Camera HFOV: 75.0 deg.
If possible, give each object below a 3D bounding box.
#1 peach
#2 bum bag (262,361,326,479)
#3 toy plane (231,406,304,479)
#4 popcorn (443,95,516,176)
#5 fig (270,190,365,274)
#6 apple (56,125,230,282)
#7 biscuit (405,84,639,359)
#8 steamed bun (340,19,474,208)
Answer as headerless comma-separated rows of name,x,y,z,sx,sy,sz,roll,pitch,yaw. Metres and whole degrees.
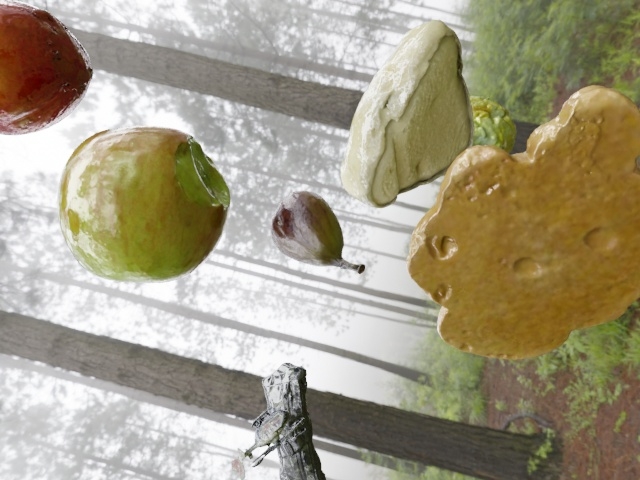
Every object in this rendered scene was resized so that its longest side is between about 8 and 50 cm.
peach,-0.824,-0.462,1.135,0.370,0.369,0.371,14,-90,-87
bum bag,-0.075,0.491,1.086,0.095,0.143,0.341,-6,-95,-65
toy plane,-0.079,0.276,0.584,0.120,0.049,0.031,-41,-28,-4
popcorn,0.326,-0.205,0.902,0.198,0.197,0.213,-62,-37,-77
fig,0.002,0.000,0.992,0.145,0.274,0.170,6,-62,-56
apple,-0.363,-0.065,0.878,0.339,0.338,0.340,14,-90,-87
biscuit,0.242,0.008,0.488,0.051,0.268,0.376,-75,-7,-50
steamed bun,0.103,-0.153,0.570,0.212,0.110,0.231,-44,-39,-8
